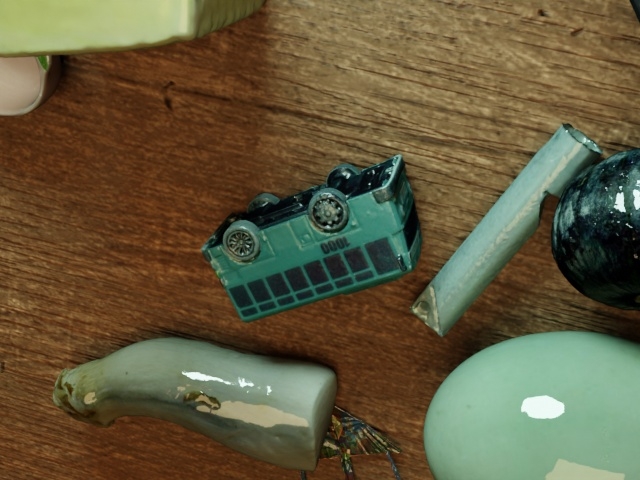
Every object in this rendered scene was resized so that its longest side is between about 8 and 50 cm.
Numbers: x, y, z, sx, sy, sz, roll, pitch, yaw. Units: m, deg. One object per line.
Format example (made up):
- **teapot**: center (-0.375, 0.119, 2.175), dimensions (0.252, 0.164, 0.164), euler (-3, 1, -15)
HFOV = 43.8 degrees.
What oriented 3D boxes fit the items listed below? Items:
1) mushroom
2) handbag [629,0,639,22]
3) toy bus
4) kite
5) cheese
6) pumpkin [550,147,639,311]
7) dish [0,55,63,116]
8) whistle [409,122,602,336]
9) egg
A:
- **mushroom**: center (-0.182, 0.222, 1.129), dimensions (0.397, 0.126, 0.177), euler (14, 118, 3)
- **handbag**: center (0.438, -0.285, 0.759), dimensions (0.302, 0.275, 0.178), euler (-24, 139, 15)
- **toy bus**: center (0.000, 0.000, 0.996), dimensions (0.256, 0.128, 0.147), euler (-18, 109, 21)
- **kite**: center (0.031, 0.307, 1.179), dimensions (0.183, 0.010, 0.160), euler (-11, 106, 19)
- **cheese**: center (-0.204, -0.276, 0.847), dimensions (0.242, 0.265, 0.124), euler (-5, 111, 14)
- **pumpkin**: center (0.369, -0.006, 0.863), dimensions (0.233, 0.233, 0.163), euler (1, 70, 12)
- **dish**: center (-0.390, -0.264, 0.987), dimensions (0.213, 0.090, 0.213), euler (7, 113, 17)
- **whistle**: center (0.221, -0.006, 0.981), dimensions (0.062, 0.062, 0.312), euler (35, 115, -3)
- **egg**: center (0.318, 0.247, 0.945), dimensions (0.389, 0.276, 0.276), euler (2, 113, 9)
